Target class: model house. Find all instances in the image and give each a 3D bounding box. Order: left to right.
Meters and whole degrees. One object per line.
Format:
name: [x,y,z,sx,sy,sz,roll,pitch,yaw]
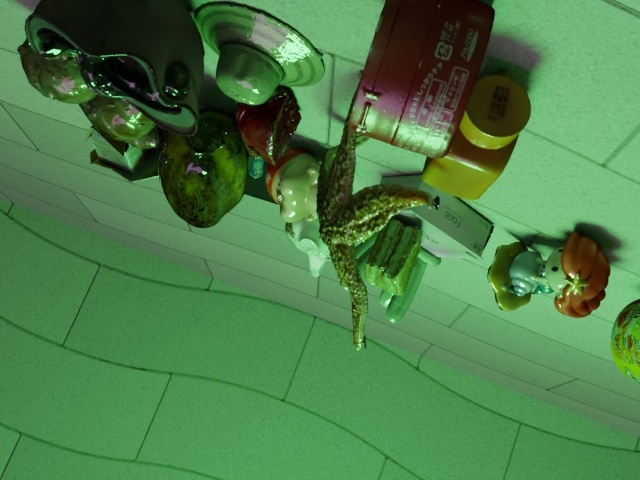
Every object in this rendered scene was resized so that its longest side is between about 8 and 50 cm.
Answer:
model house: [-0.423,-0.263,1.903,0.207,0.219,0.135,24,147,25]

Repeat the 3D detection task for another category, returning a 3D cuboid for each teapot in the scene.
teapot: [0.000,0.000,2.266,0.204,0.139,0.298,15,163,14]

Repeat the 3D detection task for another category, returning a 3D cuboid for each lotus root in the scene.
lotus root: [-0.252,-0.147,1.828,0.179,0.196,0.397,57,161,14]

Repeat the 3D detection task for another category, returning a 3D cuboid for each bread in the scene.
bread: [0.160,0.036,1.827,0.102,0.138,0.196,18,170,8]

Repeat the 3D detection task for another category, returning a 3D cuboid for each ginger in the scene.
ginger: [-0.441,-0.317,1.657,0.256,0.176,0.375,-1,142,41]

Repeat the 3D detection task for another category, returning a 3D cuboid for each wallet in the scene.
wallet: [-0.178,-0.193,1.992,0.197,0.051,0.377,15,160,13]

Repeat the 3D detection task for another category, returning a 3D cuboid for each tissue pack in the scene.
tissue pack: [0.248,-0.048,1.852,0.246,0.092,0.149,31,164,-32]

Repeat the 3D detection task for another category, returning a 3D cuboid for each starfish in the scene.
starfish: [0.077,-0.061,1.516,0.132,0.398,0.383,5,145,-22]

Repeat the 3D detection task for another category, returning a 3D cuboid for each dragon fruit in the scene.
dragon fruit: [-0.128,-0.243,1.648,0.161,0.120,0.127,22,160,27]

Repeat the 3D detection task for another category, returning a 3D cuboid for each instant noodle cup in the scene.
instant noodle cup: [0.779,0.227,1.821,0.264,0.264,0.200,25,174,-13]

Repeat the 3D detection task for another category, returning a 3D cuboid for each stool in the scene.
stool: [0.166,0.064,2.044,0.195,0.198,0.195,34,-171,-9]

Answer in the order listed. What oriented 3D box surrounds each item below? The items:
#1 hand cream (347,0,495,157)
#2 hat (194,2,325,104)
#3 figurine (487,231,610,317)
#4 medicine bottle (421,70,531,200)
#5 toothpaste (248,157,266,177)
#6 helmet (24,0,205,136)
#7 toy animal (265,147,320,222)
hand cream: [0.136,-0.231,1.127,0.150,0.230,0.230,19,165,4]
hat: [-0.125,-0.298,1.464,0.252,0.109,0.252,21,165,6]
figurine: [0.522,0.076,1.801,0.257,0.181,0.208,-4,111,54]
medicine bottle: [0.250,-0.170,1.322,0.112,0.149,0.222,21,164,0]
toothpaste: [-0.142,-0.188,1.864,0.057,0.034,0.197,3,158,-7]
helmet: [-0.316,-0.340,1.411,0.338,0.197,0.271,31,169,-40]
toy animal: [-0.027,-0.124,1.856,0.198,0.171,0.171,14,163,13]
